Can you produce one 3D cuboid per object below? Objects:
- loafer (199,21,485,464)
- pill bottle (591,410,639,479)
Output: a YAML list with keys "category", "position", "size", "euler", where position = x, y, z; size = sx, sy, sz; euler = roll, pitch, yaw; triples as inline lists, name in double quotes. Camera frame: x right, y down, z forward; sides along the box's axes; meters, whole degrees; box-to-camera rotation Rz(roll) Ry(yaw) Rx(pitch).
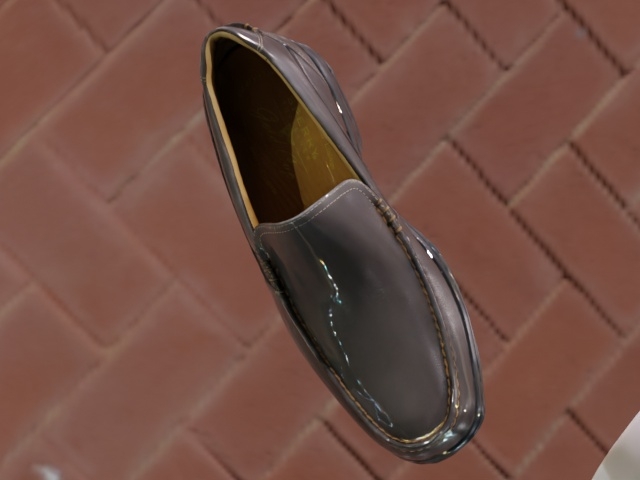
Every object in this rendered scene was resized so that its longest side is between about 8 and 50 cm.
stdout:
- category: "loafer"
  position: [0.000, 0.000, 0.611]
  size: [0.062, 0.061, 0.170]
  euler: [-34, 70, 11]
- category: "pill bottle"
  position: [0.237, 0.156, 0.717]
  size: [0.264, 0.146, 0.146]
  euler: [41, 72, 21]
